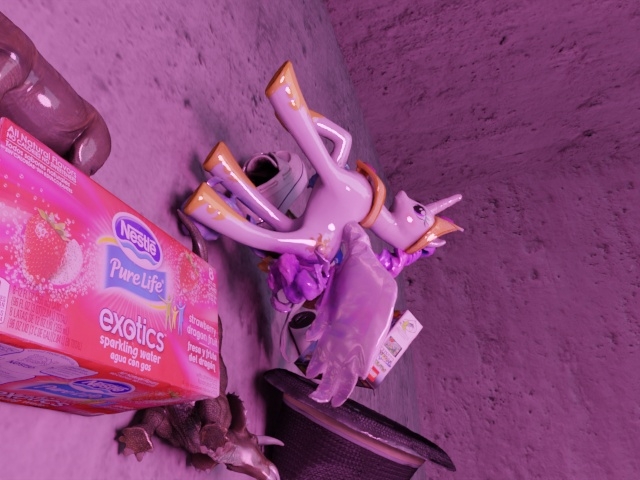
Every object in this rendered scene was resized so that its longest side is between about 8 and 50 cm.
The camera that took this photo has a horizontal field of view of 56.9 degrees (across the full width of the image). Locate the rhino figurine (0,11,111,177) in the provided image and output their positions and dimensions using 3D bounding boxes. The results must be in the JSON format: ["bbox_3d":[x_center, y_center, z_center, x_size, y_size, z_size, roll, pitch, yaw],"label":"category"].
[{"bbox_3d":[-0.242,-0.119,0.436,0.243,0.073,0.106,61,26,-47],"label":"rhino figurine"}]

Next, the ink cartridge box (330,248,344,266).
[{"bbox_3d":[0.034,0.075,1.411,0.097,0.046,0.207,-84,157,-54],"label":"ink cartridge box"}]

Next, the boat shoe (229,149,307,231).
[{"bbox_3d":[-0.091,-0.105,0.989,0.267,0.096,0.088,-64,145,-55],"label":"boat shoe"}]

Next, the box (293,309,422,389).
[{"bbox_3d":[0.049,0.155,0.864,0.036,0.207,0.114,49,65,-12],"label":"box"}]

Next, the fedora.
[{"bbox_3d":[0.034,0.324,0.892,0.152,0.334,0.334,-64,156,-10],"label":"fedora"}]

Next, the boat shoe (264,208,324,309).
[{"bbox_3d":[-0.038,0.025,1.080,0.257,0.095,0.095,63,15,-46],"label":"boat shoe"}]

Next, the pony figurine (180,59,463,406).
[{"bbox_3d":[0.000,0.000,0.807,0.364,0.350,0.303,36,-5,-22],"label":"pony figurine"}]

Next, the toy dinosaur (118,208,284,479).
[{"bbox_3d":[-0.138,0.131,0.616,0.160,0.121,0.313,160,-87,-89],"label":"toy dinosaur"}]

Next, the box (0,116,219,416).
[{"bbox_3d":[-0.184,0.043,0.416,0.257,0.128,0.122,50,31,-61],"label":"box"}]

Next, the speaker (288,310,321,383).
[{"bbox_3d":[-0.015,0.199,1.104,0.055,0.055,0.136,-76,151,-60],"label":"speaker"}]
